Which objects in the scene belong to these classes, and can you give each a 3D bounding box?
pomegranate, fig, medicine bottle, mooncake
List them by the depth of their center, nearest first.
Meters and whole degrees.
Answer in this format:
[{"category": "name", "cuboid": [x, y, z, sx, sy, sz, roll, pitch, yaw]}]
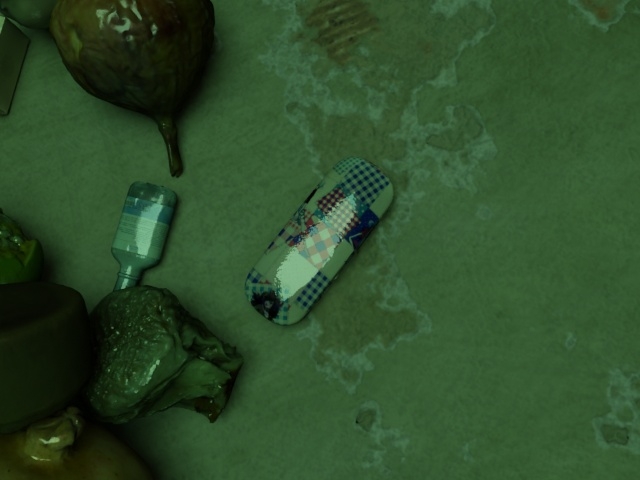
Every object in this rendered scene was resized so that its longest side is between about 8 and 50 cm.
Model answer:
[{"category": "mooncake", "cuboid": [-0.465, 0.163, 0.912, 0.284, 0.284, 0.156, -3, 102, 3]}, {"category": "pomegranate", "cuboid": [-0.424, 0.412, 0.940, 0.411, 0.411, 0.412, -1, 80, 4]}, {"category": "pomegranate", "cuboid": [-0.596, 0.018, 1.069, 0.235, 0.302, 0.236, -3, 53, 4]}, {"category": "fig", "cuboid": [-0.312, -0.291, 1.168, 0.286, 0.286, 0.369, -7, 111, 2]}, {"category": "medicine bottle", "cuboid": [-0.324, 0.002, 1.173, 0.090, 0.054, 0.209, 14, 85, 5]}]

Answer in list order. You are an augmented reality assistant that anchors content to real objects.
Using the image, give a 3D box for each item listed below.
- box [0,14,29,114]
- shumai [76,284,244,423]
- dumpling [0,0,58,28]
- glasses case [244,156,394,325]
[{"category": "box", "cuboid": [-0.689, -0.343, 1.238, 0.211, 0.095, 0.168, 11, 79, 6]}, {"category": "shumai", "cuboid": [-0.275, 0.208, 1.088, 0.260, 0.222, 0.225, 18, 69, 38]}, {"category": "dumpling", "cuboid": [-0.477, -0.489, 1.202, 0.242, 0.187, 0.318, -7, 39, -11]}, {"category": "glasses case", "cuboid": [0.000, 0.000, 1.140, 0.125, 0.076, 0.327, 38, 85, 8]}]
